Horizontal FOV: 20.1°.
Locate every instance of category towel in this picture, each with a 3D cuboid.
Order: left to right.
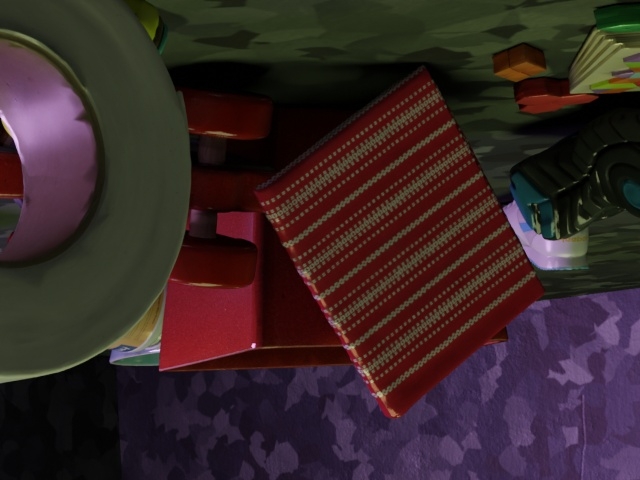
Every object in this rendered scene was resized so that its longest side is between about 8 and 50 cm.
[{"bbox_3d":[0.076,0.005,1.619,0.199,0.274,0.031,-39,-152,-16],"label":"towel"}]

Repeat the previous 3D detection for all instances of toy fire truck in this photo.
[{"bbox_3d":[-0.193,-0.062,1.598,0.302,0.169,0.254,1,-171,-30],"label":"toy fire truck"}]

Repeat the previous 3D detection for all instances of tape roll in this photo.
[{"bbox_3d":[-0.221,-0.049,1.136,0.286,0.286,0.100,2,169,-40],"label":"tape roll"}]

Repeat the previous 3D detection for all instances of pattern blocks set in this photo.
[{"bbox_3d":[0.294,-0.157,1.570,0.286,0.026,0.325,-5,172,8],"label":"pattern blocks set"}]

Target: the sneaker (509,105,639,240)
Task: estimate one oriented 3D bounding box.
[{"bbox_3d":[0.323,-0.090,1.820,0.140,0.125,0.341,-32,-170,-24],"label":"sneaker"}]

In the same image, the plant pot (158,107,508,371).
[{"bbox_3d":[0.000,0.000,1.795,0.267,0.235,0.267,-1,172,-26],"label":"plant pot"}]

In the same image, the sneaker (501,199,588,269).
[{"bbox_3d":[0.282,-0.025,2.353,0.087,0.092,0.229,-3,-168,-24],"label":"sneaker"}]

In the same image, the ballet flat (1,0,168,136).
[{"bbox_3d":[-0.198,-0.136,1.339,0.077,0.077,0.231,25,155,-28],"label":"ballet flat"}]

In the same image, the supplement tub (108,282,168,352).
[{"bbox_3d":[-0.291,0.074,2.452,0.200,0.144,0.144,14,162,-41],"label":"supplement tub"}]

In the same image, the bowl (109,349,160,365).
[{"bbox_3d":[-0.159,0.091,2.665,0.312,0.163,0.311,-3,173,0],"label":"bowl"}]
